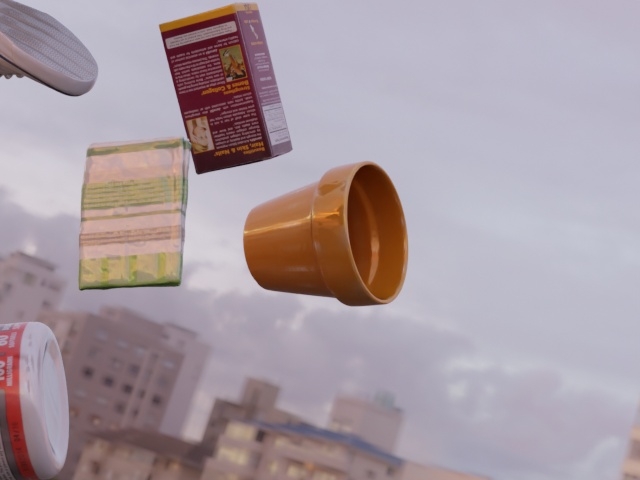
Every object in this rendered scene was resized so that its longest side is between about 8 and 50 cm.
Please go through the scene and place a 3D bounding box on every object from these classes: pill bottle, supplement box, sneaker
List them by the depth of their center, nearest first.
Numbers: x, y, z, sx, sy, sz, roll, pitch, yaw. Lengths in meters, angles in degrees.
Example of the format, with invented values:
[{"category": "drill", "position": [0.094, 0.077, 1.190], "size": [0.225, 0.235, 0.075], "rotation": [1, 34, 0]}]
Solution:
[{"category": "sneaker", "position": [-0.378, -0.229, 1.590], "size": [0.258, 0.094, 0.091], "rotation": [30, -52, 5]}, {"category": "supplement box", "position": [-0.113, -0.183, 1.644], "size": [0.104, 0.188, 0.081], "rotation": [-11, 7, 20]}, {"category": "pill bottle", "position": [-0.527, 0.226, 1.789], "size": [0.363, 0.210, 0.210], "rotation": [-6, -15, -1]}]

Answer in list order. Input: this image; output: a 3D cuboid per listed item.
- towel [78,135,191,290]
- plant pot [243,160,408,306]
[{"category": "towel", "position": [-0.183, -0.026, 1.346], "size": [0.113, 0.152, 0.023], "rotation": [-4, -16, 17]}, {"category": "plant pot", "position": [0.000, 0.000, 1.962], "size": [0.188, 0.205, 0.205], "rotation": [-8, -25, 27]}]
